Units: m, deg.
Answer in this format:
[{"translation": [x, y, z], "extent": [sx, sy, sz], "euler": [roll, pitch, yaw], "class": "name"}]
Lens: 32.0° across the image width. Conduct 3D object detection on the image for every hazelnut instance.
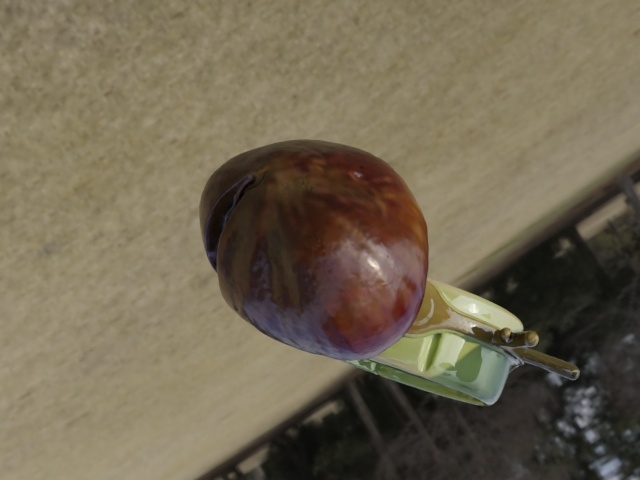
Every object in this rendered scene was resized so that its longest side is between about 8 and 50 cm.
[{"translation": [0.000, 0.000, 0.896], "extent": [0.178, 0.204, 0.178], "euler": [-17, 138, -16], "class": "hazelnut"}]

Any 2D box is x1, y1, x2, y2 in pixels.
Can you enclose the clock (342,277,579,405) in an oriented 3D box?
[{"translation": [0.101, 0.097, 1.145], "extent": [0.308, 0.096, 0.235], "euler": [11, 166, 38], "class": "clock"}]
